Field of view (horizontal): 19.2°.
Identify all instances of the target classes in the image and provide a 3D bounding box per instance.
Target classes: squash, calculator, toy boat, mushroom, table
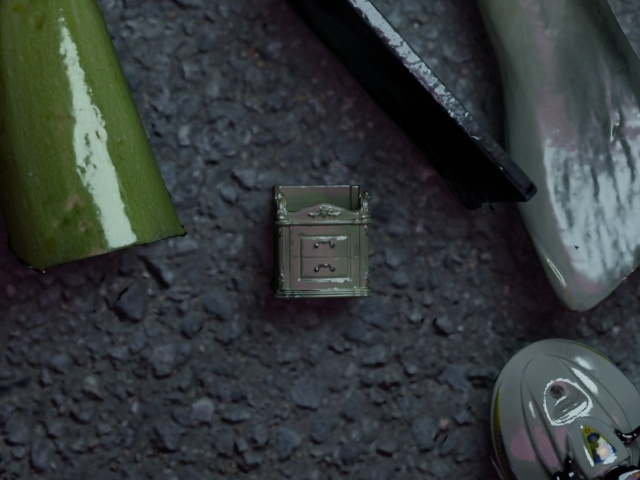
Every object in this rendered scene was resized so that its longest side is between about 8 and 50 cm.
[{"bbox_3d":[-0.209,-0.120,1.446,0.137,0.137,0.287,-18,88,-3],"label":"squash"},{"bbox_3d":[0.056,-0.122,1.435,0.021,0.161,0.261,-44,101,-10],"label":"calculator"},{"bbox_3d":[0.232,0.210,1.517,0.141,0.141,0.269,-28,115,-1],"label":"toy boat"},{"bbox_3d":[0.185,-0.123,1.458,0.122,0.159,0.328,-19,99,43],"label":"mushroom"},{"bbox_3d":[0.000,0.000,1.496,0.079,0.062,0.083,-1,98,-6],"label":"table"}]
